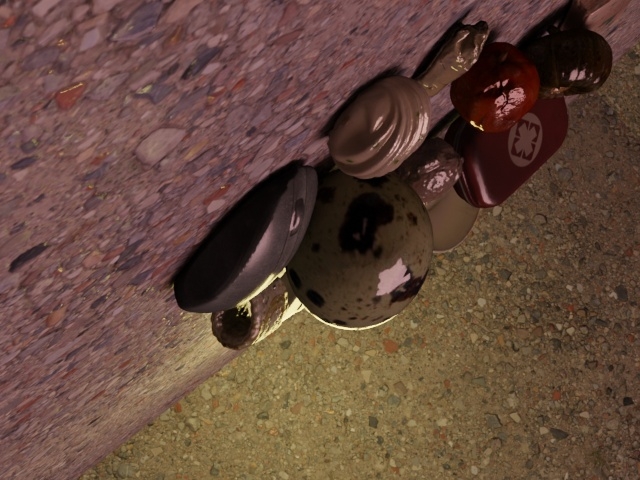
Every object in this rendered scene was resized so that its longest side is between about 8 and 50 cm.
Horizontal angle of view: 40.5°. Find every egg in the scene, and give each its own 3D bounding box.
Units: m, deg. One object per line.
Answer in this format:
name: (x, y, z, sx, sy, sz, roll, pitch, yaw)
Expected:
egg: (0.067, 0.020, 1.665, 0.287, 0.288, 0.379, -35, 166, -28)

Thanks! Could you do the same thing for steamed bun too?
steamed bun: (0.102, -0.170, 1.354, 0.182, 0.106, 0.183, -35, 164, -11)

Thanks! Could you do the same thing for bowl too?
bowl: (0.270, -0.117, 2.184, 0.277, 0.277, 0.145, -35, -146, -27)

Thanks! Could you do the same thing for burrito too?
burrito: (0.202, -0.288, 1.417, 0.229, 0.063, 0.058, 143, -39, -64)

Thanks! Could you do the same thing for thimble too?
thimble: (-0.164, 0.160, 2.047, 0.143, 0.137, 0.191, -25, 150, -56)

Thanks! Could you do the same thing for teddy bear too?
teddy bear: (0.187, -0.127, 1.930, 0.267, 0.151, 0.236, -45, 163, 25)

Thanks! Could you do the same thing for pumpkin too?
pumpkin: (0.534, -0.402, 1.926, 0.218, 0.163, 0.219, -8, 176, -1)

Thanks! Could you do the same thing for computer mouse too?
computer mouse: (-0.114, 0.019, 1.484, 0.203, 0.114, 0.374, -29, 167, -50)

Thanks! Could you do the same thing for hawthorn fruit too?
hawthorn fruit: (0.322, -0.293, 1.625, 0.173, 0.174, 0.179, -41, 146, 22)

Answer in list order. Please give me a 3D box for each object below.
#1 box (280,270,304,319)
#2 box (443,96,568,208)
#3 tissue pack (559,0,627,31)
box: (0.031, 0.043, 2.289, 0.367, 0.090, 0.373, -36, 168, -39)
box: (0.467, -0.259, 2.151, 0.404, 0.263, 0.108, -41, -145, -24)
tissue pack: (0.631, -0.529, 1.968, 0.170, 0.071, 0.325, -36, 172, 4)
